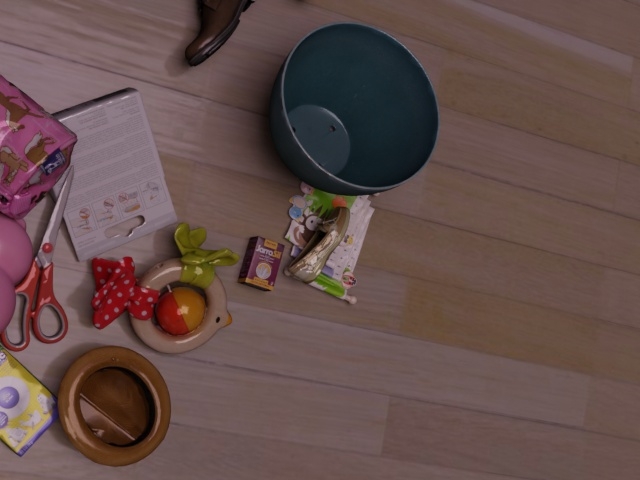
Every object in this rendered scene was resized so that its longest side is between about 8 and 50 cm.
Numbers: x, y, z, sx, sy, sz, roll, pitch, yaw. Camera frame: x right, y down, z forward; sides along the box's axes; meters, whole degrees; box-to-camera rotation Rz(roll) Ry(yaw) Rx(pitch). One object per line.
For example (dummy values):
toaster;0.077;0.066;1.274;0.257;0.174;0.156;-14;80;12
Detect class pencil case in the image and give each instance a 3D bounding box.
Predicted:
pencil case;-0.543;-0.204;1.661;0.386;0.167;0.160;40;89;-6

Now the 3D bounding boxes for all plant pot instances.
plant pot;0.029;-0.197;1.926;0.290;0.195;0.290;8;72;-24

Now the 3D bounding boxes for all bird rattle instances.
bird rattle;-0.244;0.095;1.840;0.253;0.143;0.207;-31;117;-20

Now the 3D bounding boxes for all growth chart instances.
growth chart;0.016;-0.022;2.021;0.172;0.021;0.237;19;79;-22

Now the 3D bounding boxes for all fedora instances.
fedora;-0.334;0.263;1.804;0.194;0.079;0.194;5;80;-30

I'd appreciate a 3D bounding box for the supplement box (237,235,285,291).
supplement box;-0.101;0.040;1.949;0.055;0.043;0.083;18;79;-22

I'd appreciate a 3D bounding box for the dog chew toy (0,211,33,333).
dog chew toy;-0.543;0.092;1.661;0.206;0.206;0.332;41;64;-18

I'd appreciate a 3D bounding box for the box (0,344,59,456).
box;-0.493;0.236;1.757;0.179;0.043;0.105;47;70;-14

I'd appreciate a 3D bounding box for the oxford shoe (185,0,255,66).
oxford shoe;-0.179;-0.389;1.919;0.096;0.083;0.227;36;61;-17

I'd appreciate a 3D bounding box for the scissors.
scissors;-0.442;0.028;1.778;0.109;0.021;0.297;2;97;-25

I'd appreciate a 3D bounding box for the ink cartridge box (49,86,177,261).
ink cartridge box;-0.354;-0.109;1.845;0.189;0.066;0.232;-24;116;-25

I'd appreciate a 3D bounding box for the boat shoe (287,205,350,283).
boat shoe;-0.001;0.000;1.971;0.048;0.056;0.153;36;80;-22
